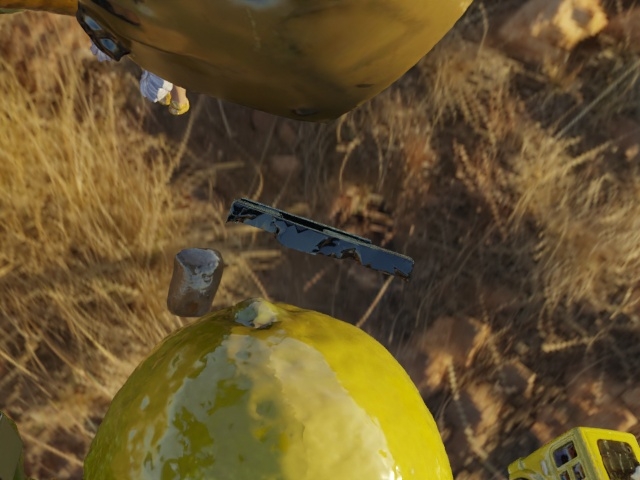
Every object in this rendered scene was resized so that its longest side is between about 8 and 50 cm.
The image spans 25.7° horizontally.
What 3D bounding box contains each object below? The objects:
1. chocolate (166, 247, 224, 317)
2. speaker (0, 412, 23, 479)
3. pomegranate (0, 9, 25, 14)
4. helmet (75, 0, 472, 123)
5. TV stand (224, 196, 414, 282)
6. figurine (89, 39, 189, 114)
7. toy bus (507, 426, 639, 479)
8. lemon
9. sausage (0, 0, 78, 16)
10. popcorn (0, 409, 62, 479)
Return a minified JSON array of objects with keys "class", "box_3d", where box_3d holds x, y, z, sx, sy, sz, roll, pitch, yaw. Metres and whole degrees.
[{"class":"chocolate","box_3d":[-0.148,0.057,1.670,0.064,0.101,0.031,0,37,-26]},{"class":"speaker","box_3d":[-0.314,0.151,1.019,0.191,0.046,0.040,-2,51,15]},{"class":"pomegranate","box_3d":[-0.380,-0.333,1.550,0.214,0.214,0.248,16,44,3]},{"class":"helmet","box_3d":[-0.034,-0.161,0.554,0.224,0.130,0.198,37,89,17]},{"class":"TV stand","box_3d":[0.000,0.000,1.809,0.249,0.042,0.036,18,106,-8]},{"class":"figurine","box_3d":[-0.220,-0.276,1.863,0.115,0.240,0.174,-22,41,-32]},{"class":"toy bus","box_3d":[0.336,0.386,1.606,0.145,0.151,0.331,12,48,-37]},{"class":"lemon","box_3d":[-0.044,0.218,1.276,0.364,0.364,0.364,0,72,-1]},{"class":"sausage","box_3d":[-0.304,-0.253,1.267,0.270,0.109,0.109,-4,70,-31]},{"class":"popcorn","box_3d":[-0.359,0.248,1.334,0.266,0.192,0.233,14,39,-28]}]
